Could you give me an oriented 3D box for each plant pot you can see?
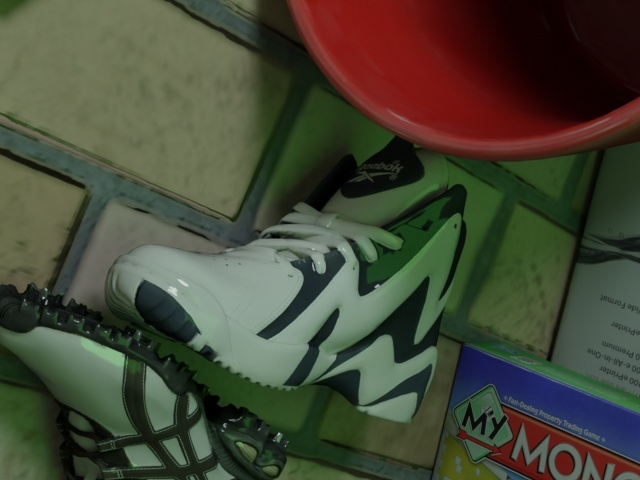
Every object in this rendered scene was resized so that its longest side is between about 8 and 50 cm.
[{"bbox_3d":[0.153,-0.167,0.617,0.243,0.275,0.274,0,104,-53],"label":"plant pot"}]

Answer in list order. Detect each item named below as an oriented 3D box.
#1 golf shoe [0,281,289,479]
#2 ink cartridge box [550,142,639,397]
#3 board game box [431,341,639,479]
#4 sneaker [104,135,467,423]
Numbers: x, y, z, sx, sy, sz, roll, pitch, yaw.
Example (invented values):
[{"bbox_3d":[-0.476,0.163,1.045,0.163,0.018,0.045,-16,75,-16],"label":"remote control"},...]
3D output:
[{"bbox_3d":[-0.094,0.096,0.589,0.198,0.077,0.094,44,74,-40],"label":"golf shoe"},{"bbox_3d":[0.302,0.002,0.881,0.223,0.129,0.307,7,99,-44],"label":"ink cartridge box"},{"bbox_3d":[0.188,0.207,0.716,0.046,0.317,0.213,4,101,-42],"label":"board game box"},{"bbox_3d":[0.000,0.000,0.631,0.235,0.094,0.153,25,86,-44],"label":"sneaker"}]
